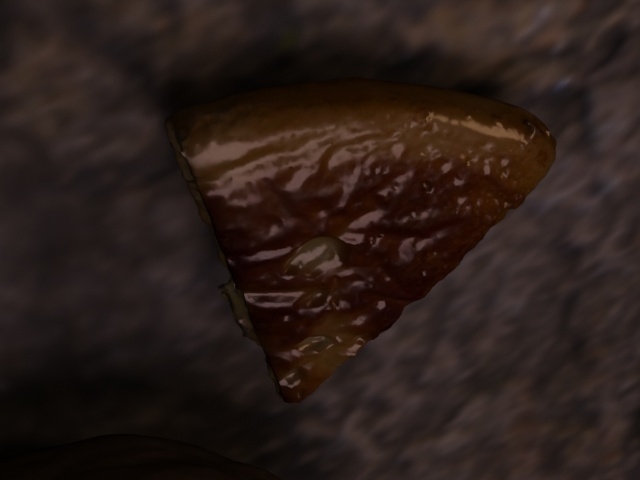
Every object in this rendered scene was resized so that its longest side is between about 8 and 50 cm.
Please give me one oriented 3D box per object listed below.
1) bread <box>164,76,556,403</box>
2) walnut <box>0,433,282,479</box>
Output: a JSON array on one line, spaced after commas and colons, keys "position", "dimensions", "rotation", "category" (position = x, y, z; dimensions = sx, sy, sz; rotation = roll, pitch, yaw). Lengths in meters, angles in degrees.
[{"position": [-0.007, -0.017, 0.633], "dimensions": [0.136, 0.054, 0.154], "rotation": [28, 111, -40], "category": "bread"}, {"position": [-0.092, 0.209, 0.686], "dimensions": [0.273, 0.227, 0.273], "rotation": [-13, 132, -15], "category": "walnut"}]
